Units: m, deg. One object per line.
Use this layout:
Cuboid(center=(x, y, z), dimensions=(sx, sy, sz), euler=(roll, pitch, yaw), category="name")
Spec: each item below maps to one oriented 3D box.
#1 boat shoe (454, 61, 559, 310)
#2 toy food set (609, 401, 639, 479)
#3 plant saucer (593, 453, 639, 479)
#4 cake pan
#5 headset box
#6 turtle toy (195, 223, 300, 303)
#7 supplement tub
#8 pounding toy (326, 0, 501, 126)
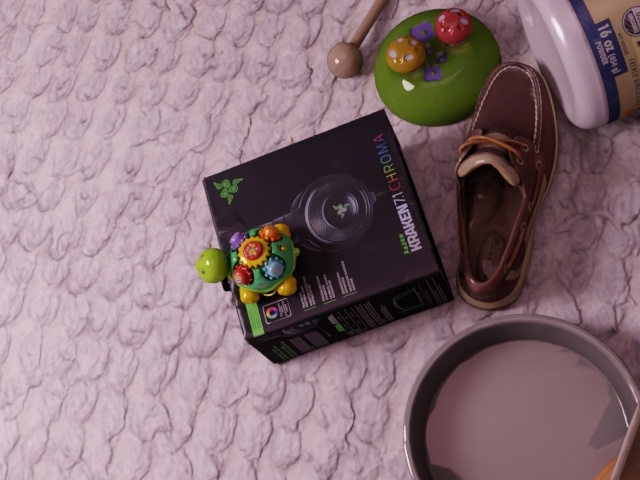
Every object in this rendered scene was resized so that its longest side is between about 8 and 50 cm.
Cuboid(center=(0.233, -0.086, 1.382), dimensions=(0.123, 0.123, 0.342), euler=(9, 76, 19), category="boat shoe")
Cuboid(center=(0.436, 0.330, 1.137), dimensions=(0.306, 0.092, 0.220), euler=(23, 79, 0), category="toy food set")
Cuboid(center=(0.393, 0.328, 1.200), dimensions=(0.199, 0.037, 0.200), euler=(1, 80, -5), category="plant saucer")
Cuboid(center=(0.248, 0.236, 1.302), dimensions=(0.293, 0.054, 0.293), euler=(-5, 69, 13), category="cake pan")
Cuboid(center=(0.000, 0.000, 1.415), dimensions=(0.283, 0.131, 0.246), euler=(-20, 66, 8), category="headset box")
Cuboid(center=(-0.089, 0.025, 1.320), dimensions=(0.130, 0.066, 0.095), euler=(-13, 66, 11), category="turtle toy")
Cuboid(center=(0.433, -0.301, 1.360), dimensions=(0.316, 0.228, 0.228), euler=(-24, 66, 6), category="supplement tub")
Cuboid(center=(0.133, -0.275, 1.495), dimensions=(0.236, 0.110, 0.183), euler=(29, 79, 22), category="pounding toy")
